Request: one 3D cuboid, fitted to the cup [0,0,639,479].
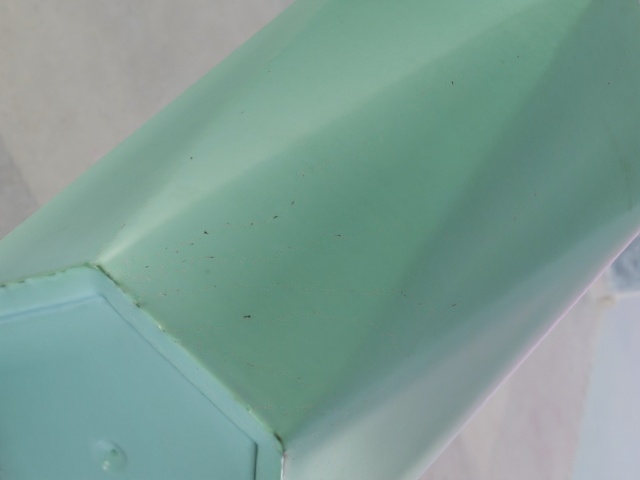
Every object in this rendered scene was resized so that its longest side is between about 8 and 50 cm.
[{"bbox_3d":[0.000,0.000,0.422,0.236,0.148,0.134,-38,137,-50],"label":"cup"}]
